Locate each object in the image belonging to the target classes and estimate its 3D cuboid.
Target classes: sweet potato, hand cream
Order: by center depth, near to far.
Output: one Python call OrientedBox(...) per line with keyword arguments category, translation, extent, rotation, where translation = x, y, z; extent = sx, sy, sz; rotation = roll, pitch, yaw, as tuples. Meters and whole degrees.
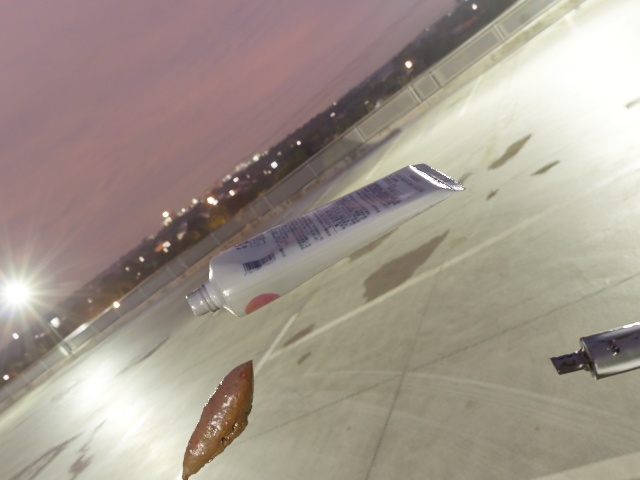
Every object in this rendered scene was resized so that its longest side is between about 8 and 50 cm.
OrientedBox(category="hand cream", translation=(0.000, 0.000, 0.679), extent=(0.340, 0.078, 0.124), rotation=(-27, 25, -5))
OrientedBox(category="sweet potato", translation=(-0.141, 0.258, 0.798), extent=(0.206, 0.068, 0.060), rotation=(-55, 14, 6))

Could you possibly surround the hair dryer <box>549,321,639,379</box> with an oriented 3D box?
OrientedBox(category="hair dryer", translation=(0.379, 0.074, 0.508), extent=(0.284, 0.156, 0.320), rotation=(-28, -34, -1))
